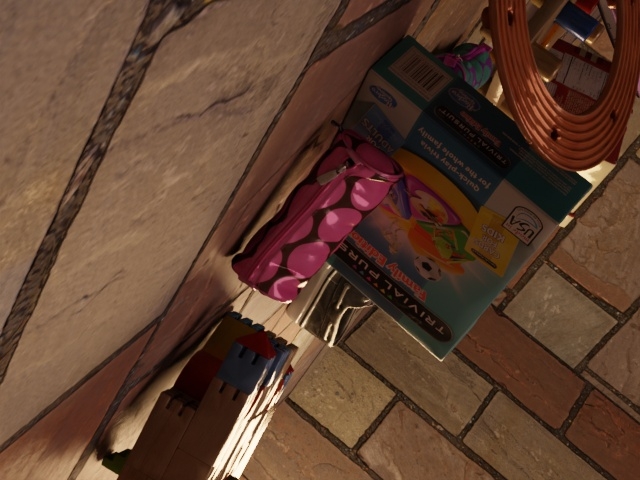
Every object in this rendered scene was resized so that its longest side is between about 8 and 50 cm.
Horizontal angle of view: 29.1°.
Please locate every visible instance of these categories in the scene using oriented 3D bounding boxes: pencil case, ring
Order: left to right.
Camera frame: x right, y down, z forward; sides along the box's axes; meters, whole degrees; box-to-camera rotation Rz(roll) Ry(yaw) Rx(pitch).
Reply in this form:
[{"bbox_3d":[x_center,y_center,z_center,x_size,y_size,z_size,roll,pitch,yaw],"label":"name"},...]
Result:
[{"bbox_3d":[-0.010,-0.024,1.318,0.209,0.095,0.098,-51,175,20],"label":"pencil case"},{"bbox_3d":[0.178,-0.218,1.597,0.070,0.064,0.152,-57,172,25],"label":"pencil case"},{"bbox_3d":[0.251,-0.238,1.261,0.336,0.032,0.336,-4,95,-52],"label":"ring"}]

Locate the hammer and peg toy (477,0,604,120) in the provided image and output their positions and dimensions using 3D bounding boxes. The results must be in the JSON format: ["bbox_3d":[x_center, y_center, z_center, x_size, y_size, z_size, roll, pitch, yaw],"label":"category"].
[{"bbox_3d":[0.363,-0.354,1.816,0.361,0.127,0.266,-50,172,-12],"label":"hammer and peg toy"}]

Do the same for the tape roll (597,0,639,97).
[{"bbox_3d":[0.528,-0.382,2.071,0.090,0.274,0.275,-20,178,11],"label":"tape roll"}]

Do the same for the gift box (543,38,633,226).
[{"bbox_3d":[0.394,-0.212,2.249,0.255,0.276,0.258,-61,179,-32],"label":"gift box"}]

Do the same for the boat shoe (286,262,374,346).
[{"bbox_3d":[0.058,0.053,2.003,0.121,0.119,0.335,-45,171,-39],"label":"boat shoe"}]

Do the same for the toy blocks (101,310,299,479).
[{"bbox_3d":[-0.127,0.212,1.572,0.261,0.191,0.381,-62,172,3],"label":"toy blocks"}]

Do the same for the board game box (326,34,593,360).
[{"bbox_3d":[0.121,-0.034,1.408,0.079,0.254,0.336,-44,170,-33],"label":"board game box"}]
